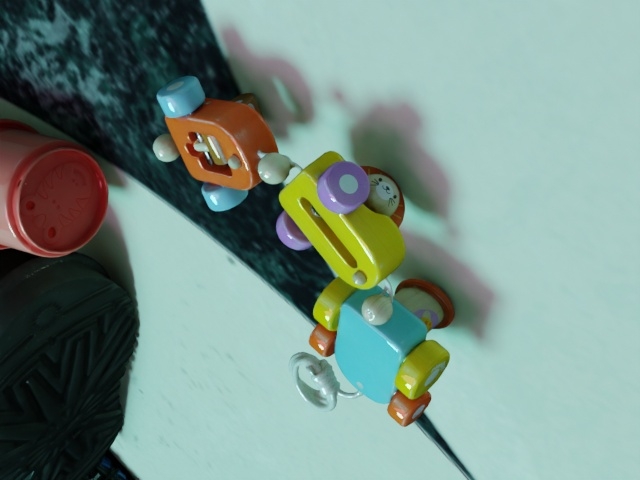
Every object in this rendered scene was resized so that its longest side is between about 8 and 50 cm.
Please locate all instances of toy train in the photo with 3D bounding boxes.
[{"bbox_3d":[0.000,0.000,0.541,0.125,0.046,0.166,8,130,53],"label":"toy train"}]

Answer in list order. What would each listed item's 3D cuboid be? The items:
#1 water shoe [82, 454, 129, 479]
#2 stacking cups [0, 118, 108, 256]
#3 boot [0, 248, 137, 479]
[{"bbox_3d":[-0.209,0.196,1.063,0.203,0.073,0.080,34,148,23],"label":"water shoe"},{"bbox_3d":[-0.241,-0.053,0.786,0.316,0.096,0.096,10,135,42],"label":"stacking cups"},{"bbox_3d":[-0.266,0.045,0.883,0.260,0.131,0.348,42,153,11],"label":"boot"}]
